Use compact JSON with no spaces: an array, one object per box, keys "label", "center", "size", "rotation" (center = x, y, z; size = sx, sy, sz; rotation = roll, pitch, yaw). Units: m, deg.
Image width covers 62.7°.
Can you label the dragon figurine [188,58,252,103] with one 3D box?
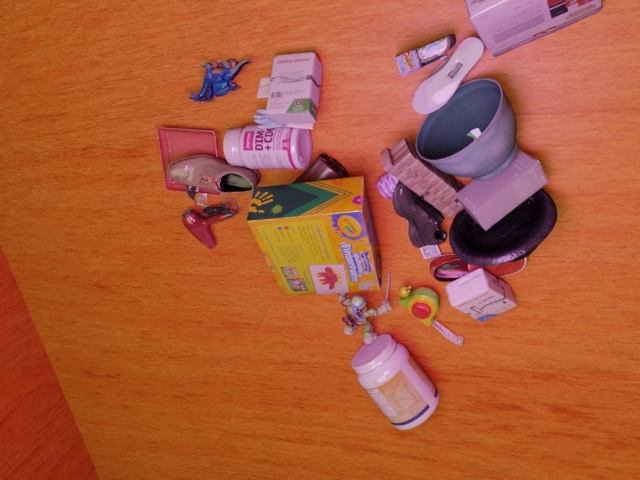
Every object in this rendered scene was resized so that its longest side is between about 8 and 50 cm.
[{"label":"dragon figurine","center":[-0.338,-0.557,1.847],"size":[0.289,0.085,0.144],"rotation":[-1,114,23]}]

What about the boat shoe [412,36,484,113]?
[{"label":"boat shoe","center":[0.386,-0.496,1.586],"size":[0.096,0.088,0.267],"rotation":[40,117,5]}]

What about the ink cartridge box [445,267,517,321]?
[{"label":"ink cartridge box","center":[0.548,0.189,1.793],"size":[0.203,0.086,0.148],"rotation":[26,133,-38]}]

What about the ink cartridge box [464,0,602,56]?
[{"label":"ink cartridge box","center":[0.562,-0.650,1.391],"size":[0.309,0.272,0.130],"rotation":[-17,76,27]}]

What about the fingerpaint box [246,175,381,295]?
[{"label":"fingerpaint box","center":[0.000,0.000,1.801],"size":[0.371,0.163,0.445],"rotation":[-5,141,13]}]

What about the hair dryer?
[{"label":"hair dryer","center":[-0.450,-0.074,2.106],"size":[0.224,0.080,0.293],"rotation":[21,135,7]}]

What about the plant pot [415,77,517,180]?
[{"label":"plant pot","center":[0.460,-0.302,1.564],"size":[0.196,0.293,0.293],"rotation":[35,126,-30]}]

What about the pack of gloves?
[{"label":"pack of gloves","center":[-0.110,-0.462,1.792],"size":[0.232,0.046,0.195],"rotation":[5,77,20]}]

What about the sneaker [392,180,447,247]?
[{"label":"sneaker","center":[0.333,-0.092,1.726],"size":[0.130,0.109,0.286],"rotation":[0,139,39]}]

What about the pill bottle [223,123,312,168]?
[{"label":"pill bottle","center":[-0.186,-0.331,1.850],"size":[0.283,0.160,0.160],"rotation":[3,115,21]}]

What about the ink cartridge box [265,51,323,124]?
[{"label":"ink cartridge box","center":[-0.083,-0.494,1.716],"size":[0.153,0.087,0.208],"rotation":[3,78,21]}]

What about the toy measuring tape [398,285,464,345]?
[{"label":"toy measuring tape","center":[0.426,0.265,1.928],"size":[0.330,0.121,0.121],"rotation":[37,122,-8]}]

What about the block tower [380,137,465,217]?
[{"label":"block tower","center":[0.341,-0.193,1.659],"size":[0.335,0.091,0.097],"rotation":[29,126,-30]}]

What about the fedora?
[{"label":"fedora","center":[0.586,-0.022,1.664],"size":[0.334,0.334,0.152],"rotation":[-19,136,28]}]

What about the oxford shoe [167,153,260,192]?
[{"label":"oxford shoe","center":[-0.401,-0.241,1.942],"size":[0.348,0.130,0.123],"rotation":[2,115,-1]}]

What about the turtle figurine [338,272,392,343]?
[{"label":"turtle figurine","center":[0.171,0.252,2.026],"size":[0.198,0.274,0.266],"rotation":[-3,136,-1]}]

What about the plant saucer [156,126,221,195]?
[{"label":"plant saucer","center":[-0.502,-0.313,2.053],"size":[0.258,0.048,0.259],"rotation":[7,117,18]}]

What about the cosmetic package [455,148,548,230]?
[{"label":"cosmetic package","center":[0.549,-0.158,1.604],"size":[0.238,0.127,0.107],"rotation":[-38,124,6]}]

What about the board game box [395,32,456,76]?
[{"label":"board game box","center":[0.295,-0.538,1.540],"size":[0.194,0.194,0.060],"rotation":[-14,108,27]}]

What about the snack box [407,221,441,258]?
[{"label":"snack box","center":[0.365,-0.022,1.861],"size":[0.064,0.022,0.178],"rotation":[-20,106,27]}]

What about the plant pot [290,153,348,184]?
[{"label":"plant pot","center":[0.001,-0.204,1.846],"size":[0.167,0.167,0.165],"rotation":[39,115,0]}]

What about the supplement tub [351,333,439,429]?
[{"label":"supplement tub","center":[0.288,0.545,2.044],"size":[0.228,0.228,0.316],"rotation":[-33,99,31]}]

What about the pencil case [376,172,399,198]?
[{"label":"pencil case","center":[0.287,-0.218,1.767],"size":[0.206,0.088,0.086],"rotation":[-31,63,31]}]

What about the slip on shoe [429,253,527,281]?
[{"label":"slip on shoe","center":[0.535,0.089,1.802],"size":[0.331,0.101,0.123],"rotation":[-8,109,23]}]
